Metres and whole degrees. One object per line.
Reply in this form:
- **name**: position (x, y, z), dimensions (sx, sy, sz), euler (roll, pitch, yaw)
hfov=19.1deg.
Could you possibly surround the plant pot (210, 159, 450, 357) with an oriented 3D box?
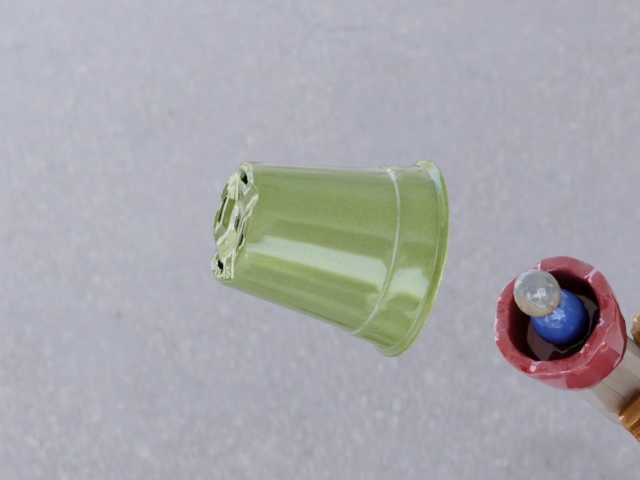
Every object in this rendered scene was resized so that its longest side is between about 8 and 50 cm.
- **plant pot**: position (0.000, 0.000, 0.775), dimensions (0.079, 0.083, 0.083), euler (12, 43, -20)

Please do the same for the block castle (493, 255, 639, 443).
- **block castle**: position (0.341, 0.109, 1.146), dimensions (0.303, 0.213, 0.453), euler (-42, 51, 7)
